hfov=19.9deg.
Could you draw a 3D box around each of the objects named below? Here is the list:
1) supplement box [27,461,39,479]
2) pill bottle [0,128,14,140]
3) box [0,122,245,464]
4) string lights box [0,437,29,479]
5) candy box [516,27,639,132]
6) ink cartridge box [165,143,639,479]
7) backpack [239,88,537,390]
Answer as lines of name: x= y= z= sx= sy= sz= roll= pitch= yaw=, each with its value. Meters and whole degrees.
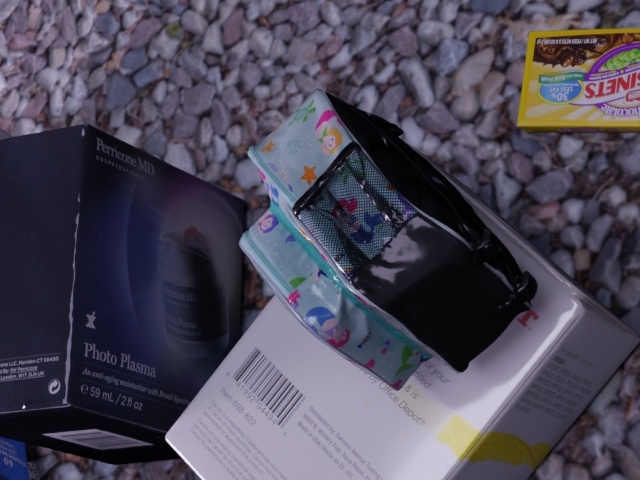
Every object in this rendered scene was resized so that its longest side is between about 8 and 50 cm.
supplement box: x=-0.366 y=0.302 z=2.087 sx=0.098 sy=0.036 sz=0.062 roll=-32 pitch=60 yaw=21
pill bottle: x=-0.461 y=0.001 z=2.162 sx=0.283 sy=0.160 sz=0.160 roll=-35 pitch=60 yaw=18
box: x=-0.230 y=0.065 z=1.918 sx=0.182 sy=0.296 sz=0.294 roll=-9 pitch=71 yaw=30
string lights box: x=-0.406 y=0.249 z=2.063 sx=0.133 sy=0.077 sz=0.260 roll=-35 pitch=44 yaw=19
candy box: x=0.299 y=-0.160 z=1.822 sx=0.206 sy=0.027 sz=0.105 roll=2 pitch=80 yaw=32
ink cartridge box: x=0.080 y=0.144 z=1.784 sx=0.385 sy=0.160 sz=0.279 roll=-52 pitch=57 yaw=8
backpack: x=0.043 y=-0.005 z=1.622 sx=0.191 sy=0.225 sz=0.253 roll=-40 pitch=54 yaw=9
